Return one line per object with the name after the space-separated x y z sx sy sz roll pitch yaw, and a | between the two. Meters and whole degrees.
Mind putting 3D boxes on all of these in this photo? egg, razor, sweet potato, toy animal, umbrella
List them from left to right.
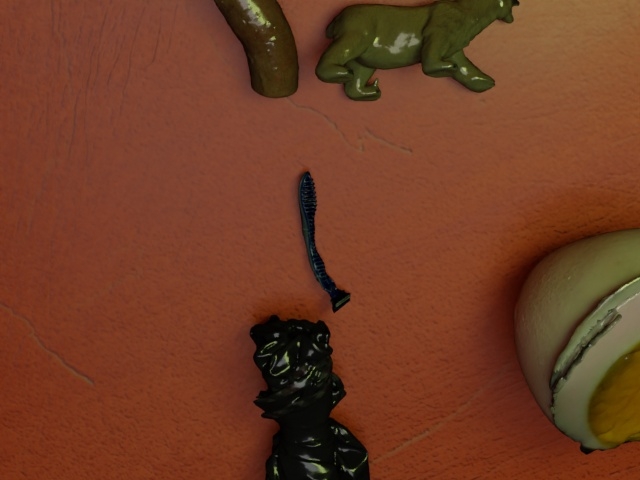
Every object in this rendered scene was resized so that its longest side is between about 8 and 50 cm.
-0.096 -0.325 1.307 0.109 0.109 0.385 -11 104 0 | sweet potato
-0.014 0.215 1.434 0.110 0.122 0.273 7 112 40 | umbrella
-0.004 0.001 1.422 0.028 0.044 0.155 -10 102 26 | razor
0.102 -0.208 1.359 0.218 0.103 0.101 -4 79 2 | toy animal
0.333 0.079 1.387 0.286 0.174 0.264 -6 131 -20 | egg
